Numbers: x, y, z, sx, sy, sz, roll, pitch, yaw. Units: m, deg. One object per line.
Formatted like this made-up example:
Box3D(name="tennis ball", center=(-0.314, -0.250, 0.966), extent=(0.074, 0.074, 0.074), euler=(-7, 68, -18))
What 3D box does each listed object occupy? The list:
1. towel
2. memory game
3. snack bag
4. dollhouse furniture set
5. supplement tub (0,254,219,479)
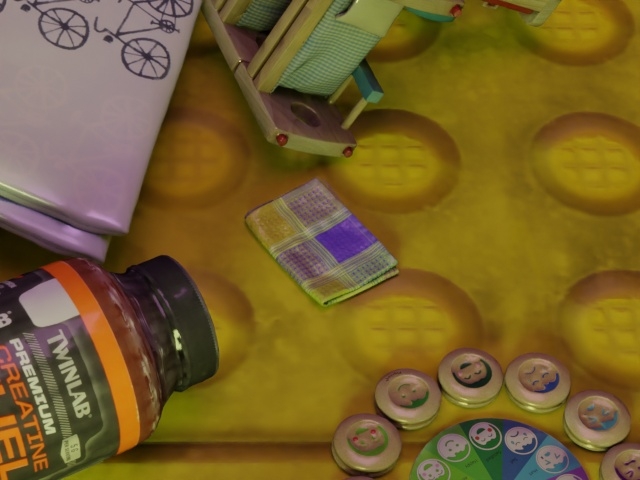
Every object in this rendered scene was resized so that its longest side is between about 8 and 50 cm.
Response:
Box3D(name="towel", center=(0.000, 0.000, 1.011), extent=(0.060, 0.009, 0.083), euler=(-25, 56, -24))
Box3D(name="memory game", center=(0.094, 0.131, 0.908), extent=(0.186, 0.012, 0.186), euler=(3, 50, -3))
Box3D(name="snack bag", center=(-0.234, -0.175, 1.016), extent=(0.342, 0.037, 0.323), euler=(24, 49, -12))
Box3D(name="dollhouse furniture set", center=(0.051, -0.133, 1.079), extent=(0.183, 0.129, 0.129), euler=(8, 42, -38))
Box3D(name="supplement tub", center=(-0.152, 0.073, 0.874), extent=(0.198, 0.106, 0.106), euler=(-23, 56, -22))
